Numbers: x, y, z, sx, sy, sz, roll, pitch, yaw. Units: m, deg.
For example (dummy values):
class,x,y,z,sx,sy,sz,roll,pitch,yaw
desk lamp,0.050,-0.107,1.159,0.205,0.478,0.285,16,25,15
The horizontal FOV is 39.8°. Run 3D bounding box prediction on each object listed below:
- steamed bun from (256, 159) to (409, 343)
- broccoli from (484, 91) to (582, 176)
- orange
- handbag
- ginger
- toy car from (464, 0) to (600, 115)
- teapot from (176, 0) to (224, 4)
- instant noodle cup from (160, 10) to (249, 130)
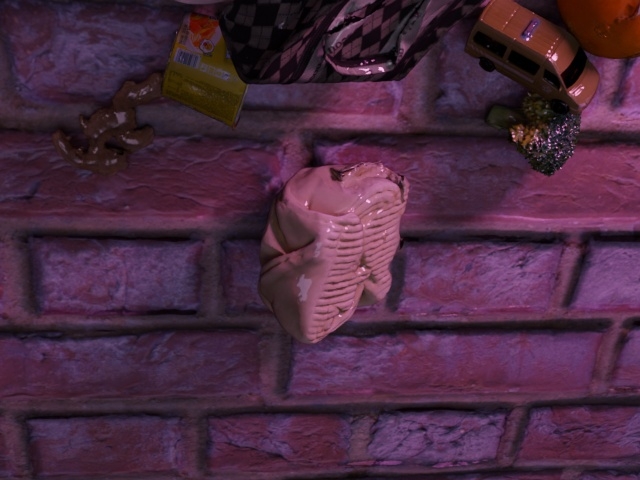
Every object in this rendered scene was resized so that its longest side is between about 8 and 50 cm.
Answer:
class,x,y,z,sx,sy,sz,roll,pitch,yaw
steamed bun,0.000,0.000,1.784,0.394,0.237,0.346,-56,148,-11
broccoli,0.418,-0.221,1.757,0.194,0.219,0.194,11,117,21
orange,0.549,-0.445,1.583,0.246,0.246,0.246,-4,122,-6
handbag,0.084,-0.384,1.423,0.316,0.416,0.180,-34,78,39
ginger,-0.377,-0.221,1.699,0.258,0.065,0.149,-36,132,8
toy car,0.398,-0.342,1.628,0.256,0.101,0.124,32,160,11
teapot,-0.179,-0.491,1.484,0.299,0.166,0.208,-18,163,14
instant noodle cup,-0.195,-0.312,1.591,0.153,0.205,0.205,16,118,-9
